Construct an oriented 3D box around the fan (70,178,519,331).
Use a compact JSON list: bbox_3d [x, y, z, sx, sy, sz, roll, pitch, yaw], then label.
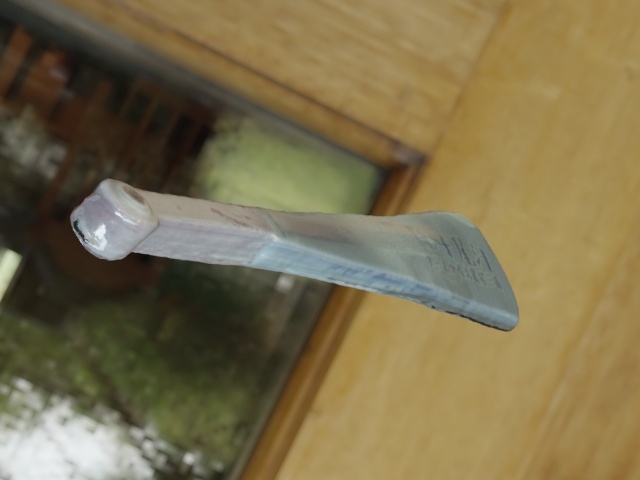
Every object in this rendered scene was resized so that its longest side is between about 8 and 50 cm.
[{"bbox_3d":[0.000,0.000,0.706,0.282,0.023,0.057,12,-131,-58],"label":"fan"}]
